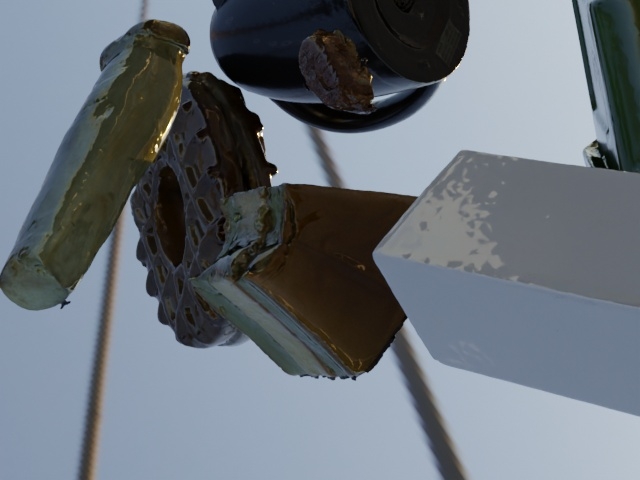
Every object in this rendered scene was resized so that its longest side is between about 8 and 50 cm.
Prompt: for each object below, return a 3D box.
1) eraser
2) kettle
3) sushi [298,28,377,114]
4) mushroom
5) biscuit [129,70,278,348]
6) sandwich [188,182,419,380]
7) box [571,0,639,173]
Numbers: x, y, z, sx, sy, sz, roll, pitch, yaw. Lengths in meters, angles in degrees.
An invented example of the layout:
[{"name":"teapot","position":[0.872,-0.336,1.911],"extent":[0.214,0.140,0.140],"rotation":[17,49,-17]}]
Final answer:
[{"name":"eraser","position":[0.158,0.028,0.673],"extent":[0.076,0.298,0.078],"rotation":[-49,-54,-25]},{"name":"kettle","position":[0.014,-0.226,1.873],"extent":[0.268,0.290,0.207],"rotation":[48,-131,-28]},{"name":"sushi","position":[0.018,-0.170,1.641],"extent":[0.060,0.061,0.118],"rotation":[-7,-114,-35]},{"name":"mushroom","position":[-0.190,-0.072,1.447],"extent":[0.081,0.100,0.312],"rotation":[34,-129,-18]},{"name":"biscuit","position":[-0.139,-0.030,1.934],"extent":[0.103,0.332,0.332],"rotation":[-8,-121,-24]},{"name":"sandwich","position":[0.000,0.000,1.728],"extent":[0.198,0.155,0.227],"rotation":[43,-115,-23]},{"name":"box","position":[0.312,-0.138,1.226],"extent":[0.329,0.252,0.178],"rotation":[-74,-30,-77]}]
